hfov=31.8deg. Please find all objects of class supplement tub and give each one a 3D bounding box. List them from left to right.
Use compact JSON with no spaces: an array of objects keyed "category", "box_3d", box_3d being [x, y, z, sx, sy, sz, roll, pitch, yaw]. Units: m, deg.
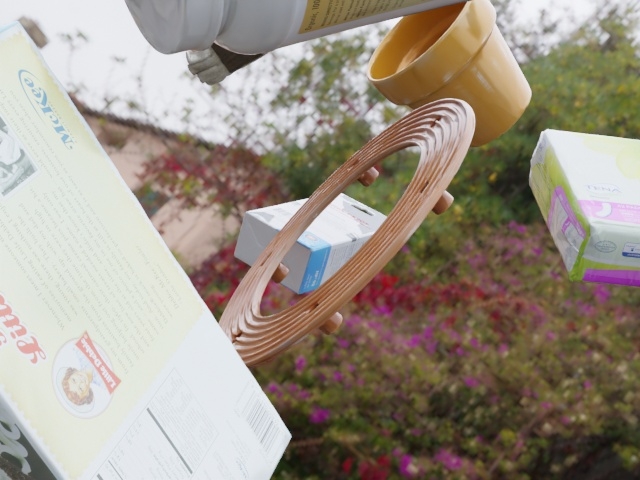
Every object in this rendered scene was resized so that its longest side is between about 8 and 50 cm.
[{"category":"supplement tub","box_3d":[-0.006,-0.284,0.939,0.228,0.316,0.228,48,-32,44]}]

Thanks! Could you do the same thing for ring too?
[{"category":"ring","box_3d":[0.023,-0.004,1.062,0.032,0.336,0.336,42,-22,-15]}]

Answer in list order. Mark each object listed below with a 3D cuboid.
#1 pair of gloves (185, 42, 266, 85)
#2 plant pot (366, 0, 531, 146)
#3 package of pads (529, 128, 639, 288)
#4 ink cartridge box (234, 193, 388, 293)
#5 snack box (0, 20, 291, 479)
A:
[{"category":"pair of gloves","box_3d":[-0.110,-0.301,1.487,0.042,0.204,0.240,59,7,20]},{"category":"plant pot","box_3d":[0.205,-0.247,1.660,0.188,0.205,0.205,43,-21,-22]},{"category":"package of pads","box_3d":[0.430,-0.044,1.596,0.229,0.296,0.101,7,-58,-7]},{"category":"ink cartridge box","box_3d":[0.000,0.000,1.318,0.104,0.180,0.060,29,-64,31]},{"category":"snack box","box_3d":[-0.146,0.051,0.636,0.060,0.187,0.322,-23,-73,28]}]
